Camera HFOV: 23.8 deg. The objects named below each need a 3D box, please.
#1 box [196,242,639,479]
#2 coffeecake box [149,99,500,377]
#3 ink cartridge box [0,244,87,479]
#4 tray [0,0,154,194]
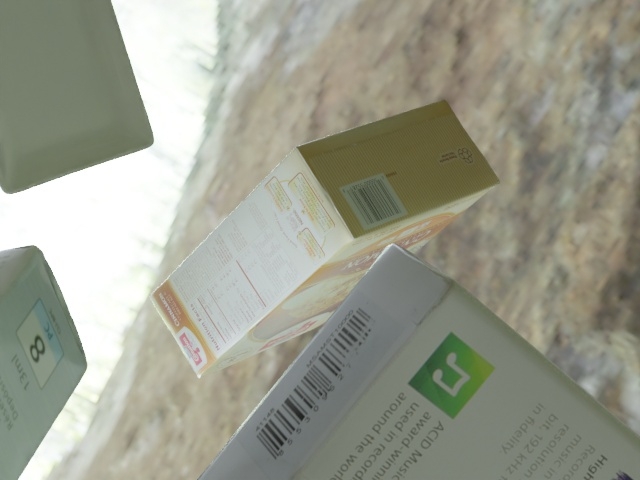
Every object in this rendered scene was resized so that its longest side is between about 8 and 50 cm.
[{"bbox_3d":[0.070,0.184,0.552,0.232,0.322,0.058,-50,-155,0],"label":"box"},{"bbox_3d":[0.000,0.000,0.967,0.142,0.068,0.185,-21,165,-44],"label":"coffeecake box"},{"bbox_3d":[-0.317,0.148,0.719,0.308,0.091,0.385,-10,-154,18],"label":"ink cartridge box"},{"bbox_3d":[-0.242,-0.185,1.253,0.145,0.270,0.030,-21,-170,-28],"label":"tray"}]
